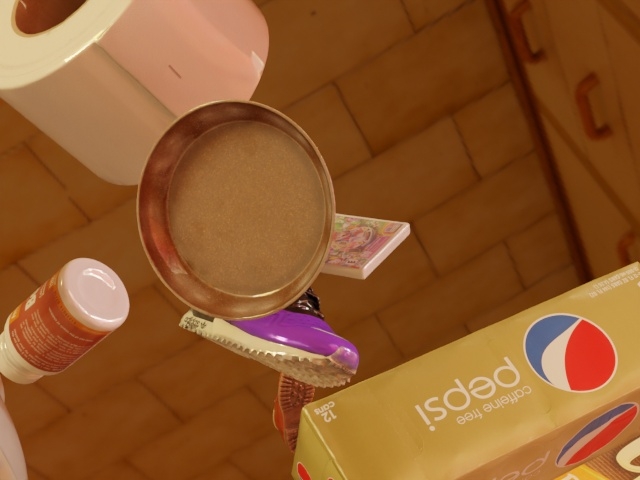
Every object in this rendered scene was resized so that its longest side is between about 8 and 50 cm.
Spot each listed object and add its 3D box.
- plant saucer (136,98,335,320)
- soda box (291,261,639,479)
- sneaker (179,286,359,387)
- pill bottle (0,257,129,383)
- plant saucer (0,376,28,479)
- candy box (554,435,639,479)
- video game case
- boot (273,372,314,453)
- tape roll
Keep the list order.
[{"bbox_3d":[-0.063,-0.023,0.822,0.168,0.168,0.029,-43,169,18],"label":"plant saucer"},{"bbox_3d":[0.080,0.076,0.471,0.181,0.058,0.061,-21,145,-22],"label":"soda box"},{"bbox_3d":[-0.052,0.072,1.260,0.102,0.293,0.146,34,77,-39],"label":"sneaker"},{"bbox_3d":[-0.397,0.128,1.608,0.216,0.121,0.121,-37,140,30],"label":"pill bottle"},{"bbox_3d":[-0.364,0.101,0.844,0.100,0.400,0.400,-50,156,-40],"label":"plant saucer"},{"bbox_3d":[0.209,0.193,0.805,0.316,0.183,0.087,-33,155,-12],"label":"candy box"},{"bbox_3d":[0.000,0.000,0.868,0.087,0.122,0.011,-42,132,-50],"label":"video game case"},{"bbox_3d":[-0.051,0.252,1.699,0.059,0.084,0.158,-8,113,-22],"label":"boot"},{"bbox_3d":[-0.196,-0.200,1.054,0.246,0.246,0.169,-36,134,11],"label":"tape roll"}]
